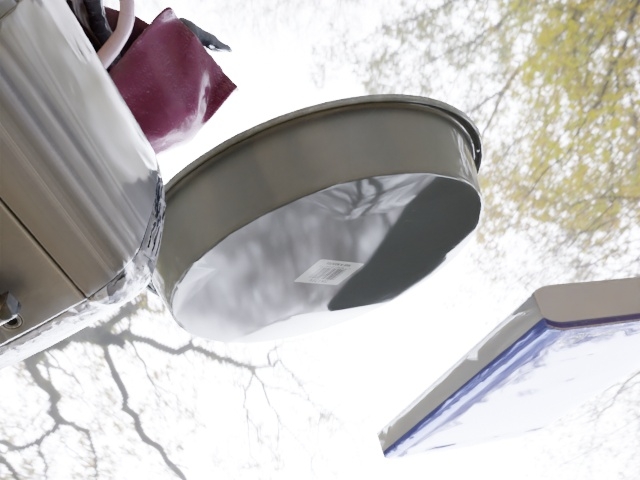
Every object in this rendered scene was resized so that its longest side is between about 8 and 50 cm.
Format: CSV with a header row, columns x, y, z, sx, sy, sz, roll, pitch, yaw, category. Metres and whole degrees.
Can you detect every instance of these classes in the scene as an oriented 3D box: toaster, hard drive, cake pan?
x,y,z,sx,sy,sz,roll,pitch,yaw,category
-0.158,-0.041,0.420,0.129,0.227,0.146,-27,-63,5,toaster
0.211,0.130,0.840,0.210,0.318,0.040,-3,-120,-25,hard drive
0.000,0.000,0.679,0.293,0.293,0.054,-17,-115,-8,cake pan

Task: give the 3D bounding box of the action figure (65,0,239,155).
x,y,z,sx,sy,sz,roll,pitch,yaw,category
-0.244,-0.094,0.959,0.248,0.276,0.370,27,-93,12,action figure
